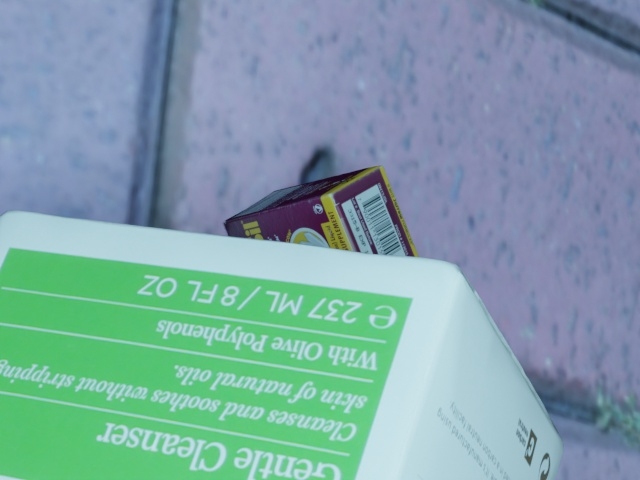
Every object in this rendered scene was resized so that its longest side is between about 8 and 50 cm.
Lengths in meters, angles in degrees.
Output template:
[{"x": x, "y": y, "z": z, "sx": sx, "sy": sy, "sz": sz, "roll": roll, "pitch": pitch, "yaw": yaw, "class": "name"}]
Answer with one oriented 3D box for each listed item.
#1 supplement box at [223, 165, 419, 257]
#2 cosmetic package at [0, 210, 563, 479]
[{"x": 0.000, "y": 0.000, "z": 0.824, "sx": 0.043, "sy": 0.083, "sz": 0.055, "roll": -31, "pitch": 102, "yaw": -42, "class": "supplement box"}, {"x": -0.065, "y": 0.190, "z": 0.549, "sx": 0.155, "sy": 0.197, "sz": 0.365, "roll": 55, "pitch": 47, "yaw": -52, "class": "cosmetic package"}]
